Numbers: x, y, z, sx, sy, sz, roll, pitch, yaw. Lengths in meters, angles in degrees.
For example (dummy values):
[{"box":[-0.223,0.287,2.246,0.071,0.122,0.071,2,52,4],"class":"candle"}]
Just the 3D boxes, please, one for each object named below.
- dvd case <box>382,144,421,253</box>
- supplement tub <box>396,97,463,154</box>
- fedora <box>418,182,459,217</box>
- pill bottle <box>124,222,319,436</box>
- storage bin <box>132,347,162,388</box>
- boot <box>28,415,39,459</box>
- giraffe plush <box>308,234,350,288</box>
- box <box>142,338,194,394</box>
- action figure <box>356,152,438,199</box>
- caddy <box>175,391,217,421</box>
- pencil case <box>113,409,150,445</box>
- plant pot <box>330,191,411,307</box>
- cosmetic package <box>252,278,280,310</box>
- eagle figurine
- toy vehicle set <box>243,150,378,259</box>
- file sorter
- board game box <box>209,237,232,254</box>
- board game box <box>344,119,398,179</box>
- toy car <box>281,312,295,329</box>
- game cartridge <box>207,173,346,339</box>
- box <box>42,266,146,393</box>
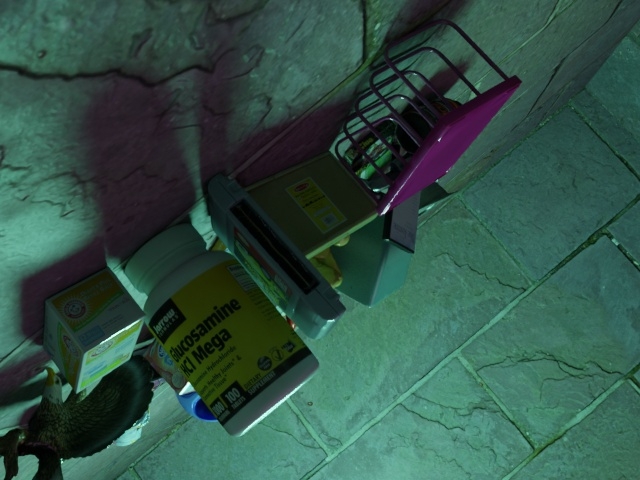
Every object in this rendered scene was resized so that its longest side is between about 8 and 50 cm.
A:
[{"box":[0.220,-0.105,1.716,0.022,0.253,0.180,2,169,30],"class":"dvd case"},{"box":[0.269,-0.277,1.536,0.198,0.106,0.106,-31,167,-44],"class":"supplement tub"},{"box":[0.329,-0.146,2.257,0.243,0.124,0.275,-26,171,-46],"class":"fedora"},{"box":[-0.172,0.141,1.087,0.188,0.334,0.188,-39,170,-8],"class":"pill bottle"},{"box":[-0.447,0.332,1.613,0.091,0.098,0.135,-34,168,25],"class":"storage bin"},{"box":[-0.595,0.415,1.527,0.161,0.083,0.246,-40,178,-42],"class":"boot"},{"box":[0.000,0.000,1.653,0.170,0.210,0.181,-55,-155,2],"class":"giraffe plush"},{"box":[-0.278,0.269,1.649,0.154,0.142,0.300,-53,160,12],"class":"box"},{"box":[0.120,-0.122,1.518,0.285,0.099,0.185,-24,-179,-8],"class":"action figure"},{"box":[-0.308,0.421,2.094,0.341,0.241,0.179,-42,176,8],"class":"caddy"},{"box":[-0.571,0.522,1.904,0.273,0.124,0.113,128,-24,-56],"class":"pencil case"},{"box":[0.126,-0.006,1.813,0.247,0.248,0.252,-22,136,-58],"class":"plant pot"},{"box":[-0.171,0.136,1.592,0.183,0.151,0.151,-42,171,13],"class":"cosmetic package"},{"box":[-0.487,0.343,1.263,0.298,0.226,0.225,-12,131,-59],"class":"eagle figurine"},{"box":[-0.018,-0.065,1.232,0.267,0.166,0.035,-30,166,-44],"class":"toy vehicle set"},{"box":[0.174,-0.225,1.195,0.202,0.182,0.291,-33,167,-30],"class":"file sorter"},{"box":[-0.152,-0.022,1.324,0.124,0.039,0.259,-31,164,-44],"class":"board game box"},{"box":[0.116,-0.197,1.549,0.136,0.030,0.260,-41,170,-6],"class":"board game box"},{"box":[-0.108,0.254,2.372,0.182,0.136,0.159,-36,169,-19],"class":"toy car"},{"box":[-0.081,0.037,1.081,0.060,0.294,0.196,-40,170,-14],"class":"game cartridge"},{"box":[-0.371,0.149,1.058,0.114,0.103,0.203,-33,168,-36],"class":"box"}]
